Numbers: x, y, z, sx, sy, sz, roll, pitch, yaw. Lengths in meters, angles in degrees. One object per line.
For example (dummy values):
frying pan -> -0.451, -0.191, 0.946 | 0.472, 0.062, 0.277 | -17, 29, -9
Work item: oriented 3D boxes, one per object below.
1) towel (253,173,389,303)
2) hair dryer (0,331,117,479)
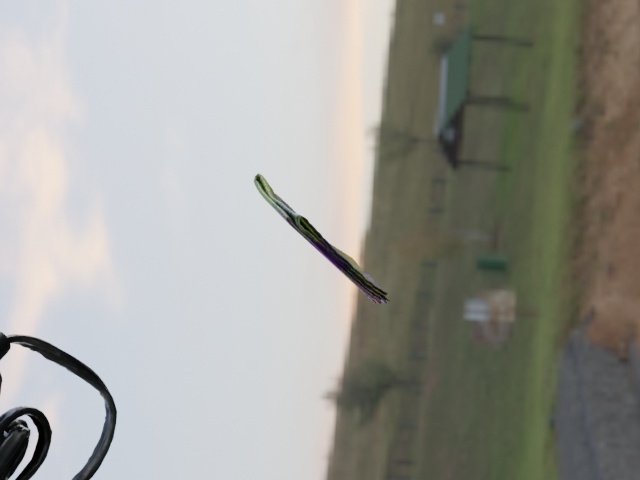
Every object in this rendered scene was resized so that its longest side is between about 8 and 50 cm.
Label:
towel -> 0.000, 0.000, 0.854 | 0.083, 0.009, 0.060 | 43, -178, -33
hair dryer -> -0.213, 0.138, 0.655 | 0.293, 0.080, 0.223 | 17, -123, -41
